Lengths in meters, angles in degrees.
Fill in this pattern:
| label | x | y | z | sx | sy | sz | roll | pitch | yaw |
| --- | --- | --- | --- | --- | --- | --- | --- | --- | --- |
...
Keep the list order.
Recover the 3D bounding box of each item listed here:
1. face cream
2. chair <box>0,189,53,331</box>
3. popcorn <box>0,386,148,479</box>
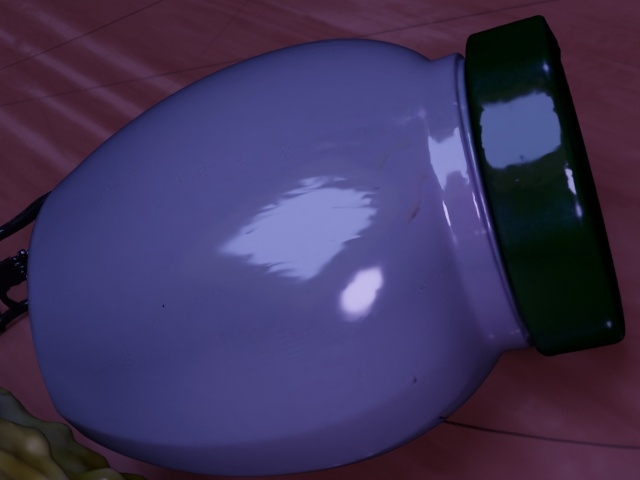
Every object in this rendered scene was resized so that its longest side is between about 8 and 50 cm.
| label | x | y | z | sx | sy | sz | roll | pitch | yaw |
| --- | --- | --- | --- | --- | --- | --- | --- | --- | --- |
| face cream | 0.000 | 0.000 | 0.658 | 0.357 | 0.219 | 0.312 | -14 | 47 | 18 |
| chair | -0.310 | 0.020 | 0.900 | 0.229 | 0.106 | 0.113 | -35 | 46 | -4 |
| popcorn | -0.211 | 0.226 | 0.527 | 0.334 | 0.293 | 0.292 | 16 | 63 | 41 |
